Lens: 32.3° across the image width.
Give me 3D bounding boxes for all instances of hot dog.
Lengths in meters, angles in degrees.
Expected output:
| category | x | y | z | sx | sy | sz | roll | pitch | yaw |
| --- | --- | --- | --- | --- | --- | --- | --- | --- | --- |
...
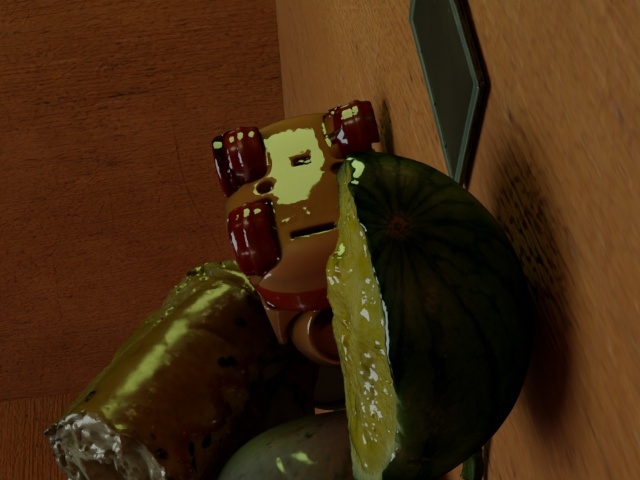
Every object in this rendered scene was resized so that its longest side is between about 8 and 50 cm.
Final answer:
| category | x | y | z | sx | sy | sz | roll | pitch | yaw |
| --- | --- | --- | --- | --- | --- | --- | --- | --- | --- |
| hot dog | -0.128 | 0.207 | 1.358 | 0.365 | 0.196 | 0.367 | -55 | -25 | -35 |

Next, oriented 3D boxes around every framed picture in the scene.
| category | x | y | z | sx | sy | sz | roll | pitch | yaw |
| --- | --- | --- | --- | --- | --- | --- | --- | --- | --- |
| framed picture | 0.092 | -0.144 | 0.824 | 0.142 | 0.011 | 0.183 | 90 | 171 | -60 |

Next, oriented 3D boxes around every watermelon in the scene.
| category | x | y | z | sx | sy | sz | roll | pitch | yaw |
| --- | --- | --- | --- | --- | --- | --- | --- | --- | --- |
| watermelon | 0.067 | 0.053 | 0.705 | 0.204 | 0.127 | 0.232 | -102 | 8 | -48 |

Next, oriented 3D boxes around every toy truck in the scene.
| category | x | y | z | sx | sy | sz | roll | pitch | yaw |
| --- | --- | --- | --- | --- | --- | --- | --- | --- | --- |
| toy truck | 0.000 | 0.000 | 1.222 | 0.239 | 0.189 | 0.264 | 74 | -177 | -49 |

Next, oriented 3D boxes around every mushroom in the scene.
| category | x | y | z | sx | sy | sz | roll | pitch | yaw |
| --- | --- | --- | --- | --- | --- | --- | --- | --- | --- |
| mushroom | 0.012 | 0.303 | 1.201 | 0.243 | 0.244 | 0.243 | 172 | 90 | -86 |

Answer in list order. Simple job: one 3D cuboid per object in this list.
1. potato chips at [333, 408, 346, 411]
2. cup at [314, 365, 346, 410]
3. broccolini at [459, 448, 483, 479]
| category | x | y | z | sx | sy | sz | roll | pitch | yaw |
| --- | --- | --- | --- | --- | --- | --- | --- | --- | --- |
| potato chips | 0.048 | 0.288 | 1.954 | 0.202 | 0.049 | 0.150 | 143 | 128 | -88 |
| cup | -0.012 | 0.138 | 1.682 | 0.288 | 0.203 | 0.203 | -129 | 32 | -69 |
| broccolini | 0.102 | 0.128 | 0.861 | 0.074 | 0.058 | 0.201 | -91 | -2 | -57 |
